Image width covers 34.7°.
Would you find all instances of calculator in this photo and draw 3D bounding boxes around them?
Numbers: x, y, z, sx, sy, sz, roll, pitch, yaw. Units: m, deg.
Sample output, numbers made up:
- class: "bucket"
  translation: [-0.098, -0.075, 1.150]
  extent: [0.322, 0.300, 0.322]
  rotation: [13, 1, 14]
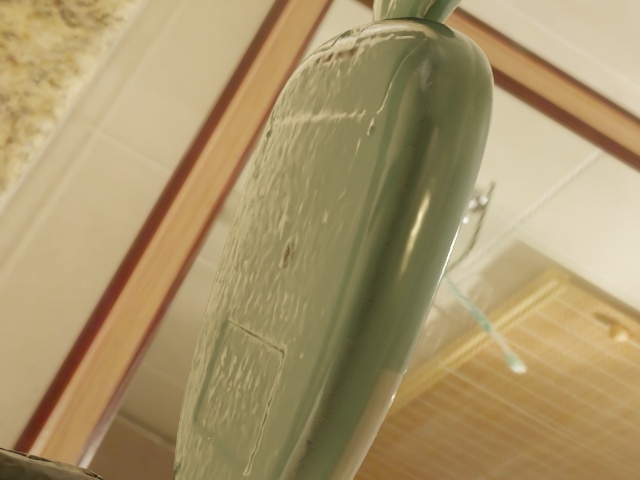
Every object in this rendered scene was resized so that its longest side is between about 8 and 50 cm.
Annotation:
- class: "calculator"
  translation: [0.000, 0.000, 0.443]
  extent: [0.184, 0.042, 0.295]
  rotation: [12, -98, 68]

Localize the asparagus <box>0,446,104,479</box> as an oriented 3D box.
- class: "asparagus"
  translation: [-0.262, 0.257, 0.949]
  extent: [0.128, 0.382, 0.108]
  rotation: [-115, -133, -65]
